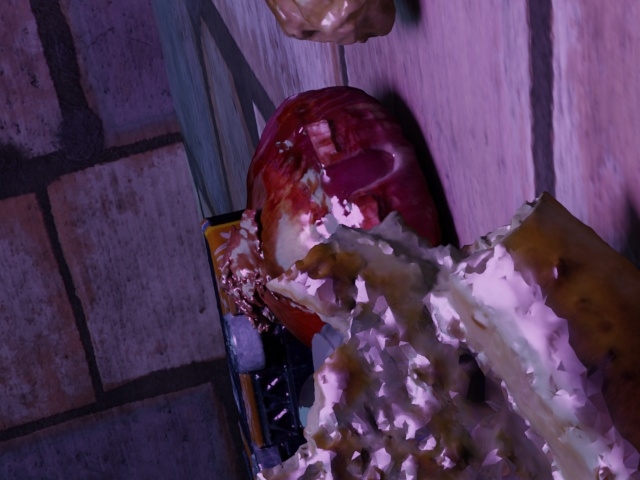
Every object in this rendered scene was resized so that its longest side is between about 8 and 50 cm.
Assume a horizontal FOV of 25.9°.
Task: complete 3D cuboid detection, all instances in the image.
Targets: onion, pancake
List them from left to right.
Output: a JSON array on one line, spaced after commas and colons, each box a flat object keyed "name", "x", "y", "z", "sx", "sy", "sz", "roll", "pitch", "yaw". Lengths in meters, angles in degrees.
[{"name": "onion", "x": 0.000, "y": 0.000, "z": 1.054, "sx": 0.230, "sy": 0.163, "sz": 0.230, "roll": 167, "pitch": 90, "yaw": -85}, {"name": "pancake", "x": 0.067, "y": 0.190, "z": 0.638, "sx": 0.067, "sy": 0.305, "sz": 0.426, "roll": 2, "pitch": -75, "yaw": -68}]

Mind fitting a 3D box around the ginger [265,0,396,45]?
[{"name": "ginger", "x": -0.013, "y": -0.251, "z": 0.892, "sx": 0.116, "sy": 0.109, "sz": 0.263, "roll": -64, "pitch": -34, "yaw": -61}]

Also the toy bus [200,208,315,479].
[{"name": "toy bus", "x": -0.014, "y": 0.127, "z": 1.376, "sx": 0.194, "sy": 0.162, "sz": 0.323, "roll": -119, "pitch": 18, "yaw": -59}]

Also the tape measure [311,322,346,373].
[{"name": "tape measure", "x": 0.093, "y": 0.142, "z": 0.816, "sx": 0.259, "sy": 0.138, "sz": 0.262, "roll": 114, "pitch": 140, "yaw": -74}]

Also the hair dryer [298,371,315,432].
[{"name": "hair dryer", "x": 0.041, "y": 0.186, "z": 0.983, "sx": 0.100, "sy": 0.057, "sz": 0.197, "roll": -8, "pitch": 81, "yaw": 41}]
